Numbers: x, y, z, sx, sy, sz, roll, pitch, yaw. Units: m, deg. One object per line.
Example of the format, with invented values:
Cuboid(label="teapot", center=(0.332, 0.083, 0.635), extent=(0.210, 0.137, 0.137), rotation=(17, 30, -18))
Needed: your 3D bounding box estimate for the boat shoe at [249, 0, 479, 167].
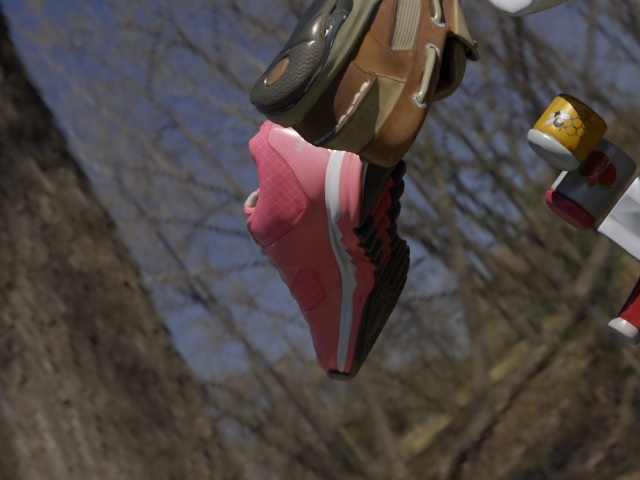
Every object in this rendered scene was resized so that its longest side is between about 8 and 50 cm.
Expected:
Cuboid(label="boat shoe", center=(0.049, -0.144, 1.206), extent=(0.122, 0.120, 0.324), rotation=(-48, 8, 34))

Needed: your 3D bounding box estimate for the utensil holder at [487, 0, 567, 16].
Cuboid(label="utensil holder", center=(0.267, -0.347, 1.072), extent=(0.385, 0.327, 0.327), rotation=(-15, -14, -10))

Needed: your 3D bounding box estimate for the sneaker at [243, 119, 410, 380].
Cuboid(label="sneaker", center=(0.000, -0.001, 1.489), extent=(0.314, 0.136, 0.116), rotation=(89, -153, -49))

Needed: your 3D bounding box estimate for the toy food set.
Cuboid(label="toy food set", center=(0.215, 0.016, 1.075), extent=(0.104, 0.232, 0.111), rotation=(-52, -6, -4))
